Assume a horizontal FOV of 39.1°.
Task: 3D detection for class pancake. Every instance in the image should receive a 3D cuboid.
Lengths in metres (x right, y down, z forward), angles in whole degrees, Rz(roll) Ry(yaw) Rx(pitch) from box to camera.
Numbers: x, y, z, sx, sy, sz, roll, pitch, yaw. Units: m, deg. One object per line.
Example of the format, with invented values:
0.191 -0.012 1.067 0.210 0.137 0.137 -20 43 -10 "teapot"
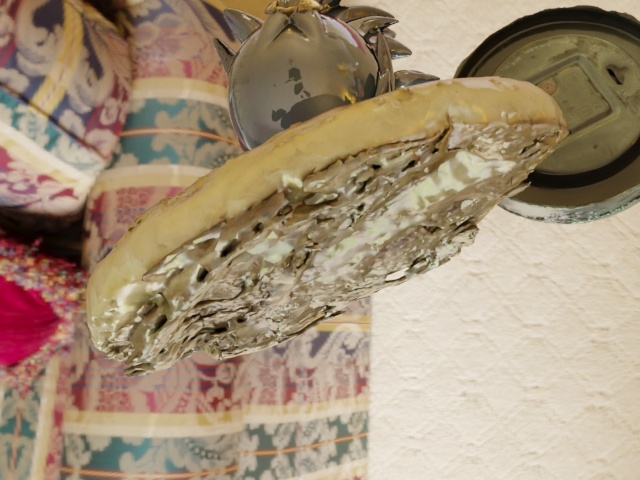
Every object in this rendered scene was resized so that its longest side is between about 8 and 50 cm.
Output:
0.001 0.001 0.676 0.382 0.382 0.071 -34 71 22 "pancake"

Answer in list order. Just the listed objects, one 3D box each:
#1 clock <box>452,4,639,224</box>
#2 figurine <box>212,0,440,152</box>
0.236 -0.122 0.871 0.226 0.049 0.225 -6 64 12 "clock"
-0.006 -0.174 0.915 0.175 0.197 0.265 -34 44 26 "figurine"
